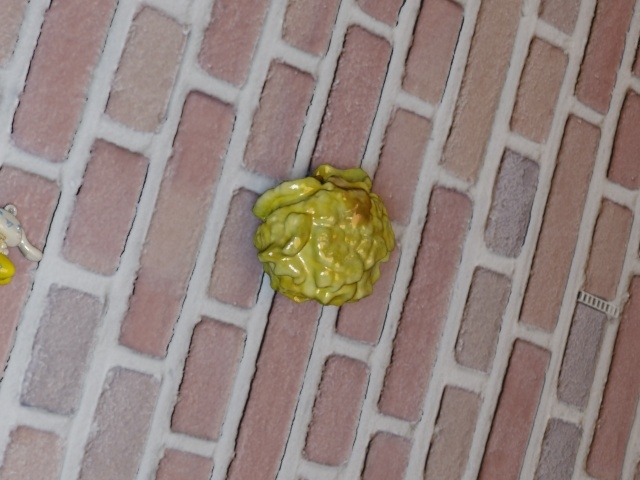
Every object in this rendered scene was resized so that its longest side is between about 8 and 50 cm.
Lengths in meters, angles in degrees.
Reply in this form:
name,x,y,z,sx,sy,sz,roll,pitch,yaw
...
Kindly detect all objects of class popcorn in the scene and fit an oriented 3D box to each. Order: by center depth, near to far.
name,x,y,z,sx,sy,sz,roll,pitch,yaw
popcorn,0.001,-0.012,2.090,0.235,0.181,0.217,7,86,-39

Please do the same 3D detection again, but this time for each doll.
name,x,y,z,sx,sy,sz,roll,pitch,yaw
doll,-0.430,0.004,1.873,0.135,0.071,0.113,17,64,-40
